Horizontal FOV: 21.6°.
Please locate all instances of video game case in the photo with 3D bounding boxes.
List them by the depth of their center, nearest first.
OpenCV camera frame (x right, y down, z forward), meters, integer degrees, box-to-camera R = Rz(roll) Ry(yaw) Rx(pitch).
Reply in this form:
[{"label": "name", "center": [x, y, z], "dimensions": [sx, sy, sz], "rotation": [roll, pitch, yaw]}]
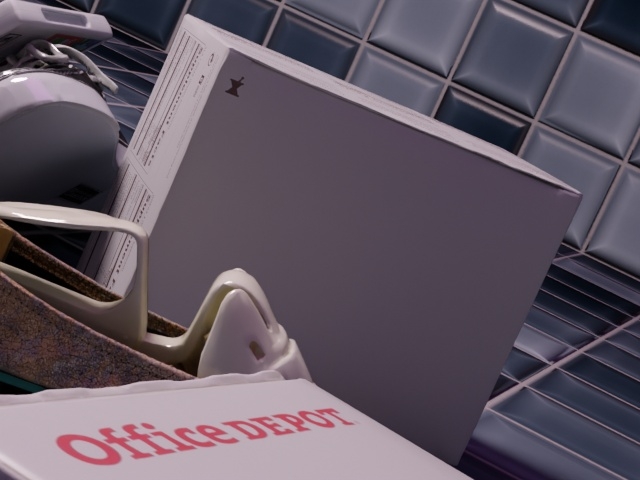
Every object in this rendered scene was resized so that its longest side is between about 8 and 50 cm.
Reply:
[{"label": "video game case", "center": [-0.272, -0.121, 1.240], "dimensions": [0.023, 0.201, 0.183], "rotation": [65, 13, 2]}]

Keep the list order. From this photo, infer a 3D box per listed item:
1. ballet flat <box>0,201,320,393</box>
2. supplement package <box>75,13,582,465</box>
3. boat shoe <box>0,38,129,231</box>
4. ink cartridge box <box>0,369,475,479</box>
[{"label": "ballet flat", "center": [-0.093, 0.052, 0.887], "dimensions": [0.316, 0.106, 0.107], "rotation": [24, 9, -4]}, {"label": "supplement package", "center": [0.000, 0.000, 1.118], "dimensions": [0.261, 0.204, 0.145], "rotation": [21, 8, -20]}, {"label": "boat shoe", "center": [-0.193, -0.086, 1.191], "dimensions": [0.105, 0.113, 0.306], "rotation": [62, 6, 10]}, {"label": "ink cartridge box", "center": [0.041, 0.166, 0.494], "dimensions": [0.306, 0.131, 0.226], "rotation": [27, 10, 26]}]
